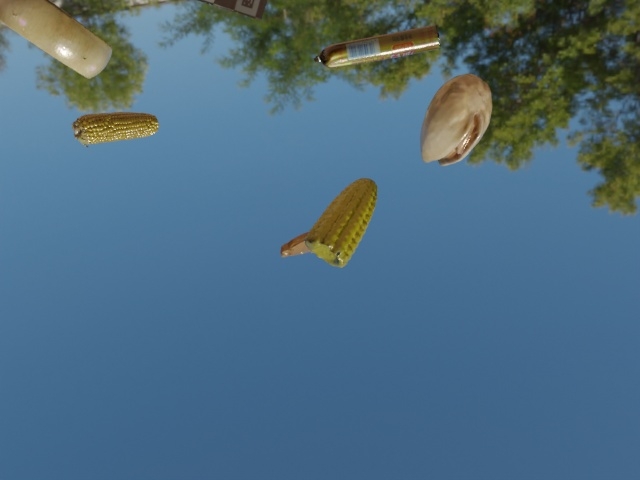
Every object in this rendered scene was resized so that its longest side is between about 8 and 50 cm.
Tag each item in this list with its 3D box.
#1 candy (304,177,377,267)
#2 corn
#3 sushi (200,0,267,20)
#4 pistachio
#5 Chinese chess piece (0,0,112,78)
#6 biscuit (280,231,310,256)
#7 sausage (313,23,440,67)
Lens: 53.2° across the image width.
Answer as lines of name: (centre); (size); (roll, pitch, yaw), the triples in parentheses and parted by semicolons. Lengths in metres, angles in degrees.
candy: (0.055, -0.045, 1.283); (0.106, 0.094, 0.199); (-4, -134, 56)
corn: (-0.627, -0.349, 1.967); (0.260, 0.091, 0.091); (-13, -122, -38)
sushi: (-0.246, -0.729, 1.475); (0.359, 0.343, 0.064); (25, -164, 22)
pistachio: (0.414, -0.370, 2.004); (0.193, 0.318, 0.214); (6, -134, -25)
Chinese chess piece: (-0.585, -0.461, 1.408); (0.097, 0.250, 0.251); (-55, -140, 2)
biscuit: (0.006, -0.001, 1.372); (0.184, 0.027, 0.133); (-7, 161, -47)
sausage: (0.162, -0.560, 1.863); (0.371, 0.082, 0.082); (-10, -150, 4)
